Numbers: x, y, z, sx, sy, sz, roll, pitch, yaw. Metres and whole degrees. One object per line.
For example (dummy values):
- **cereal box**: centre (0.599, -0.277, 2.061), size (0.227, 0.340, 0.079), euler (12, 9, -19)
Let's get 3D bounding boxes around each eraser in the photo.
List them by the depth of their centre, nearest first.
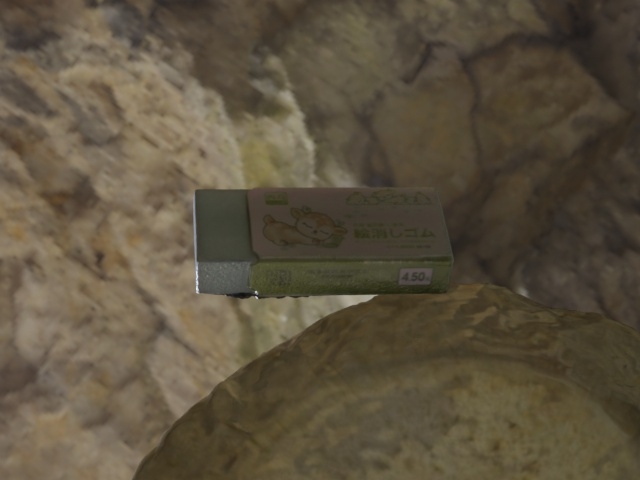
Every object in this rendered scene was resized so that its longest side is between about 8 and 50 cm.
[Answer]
- **eraser**: centre (0.000, 0.000, 0.445), size (0.083, 0.038, 0.019), euler (0, -45, -8)

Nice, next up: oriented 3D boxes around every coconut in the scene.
- **coconut**: centre (0.050, 0.174, 0.616), size (0.329, 0.329, 0.329), euler (-44, -25, -26)
